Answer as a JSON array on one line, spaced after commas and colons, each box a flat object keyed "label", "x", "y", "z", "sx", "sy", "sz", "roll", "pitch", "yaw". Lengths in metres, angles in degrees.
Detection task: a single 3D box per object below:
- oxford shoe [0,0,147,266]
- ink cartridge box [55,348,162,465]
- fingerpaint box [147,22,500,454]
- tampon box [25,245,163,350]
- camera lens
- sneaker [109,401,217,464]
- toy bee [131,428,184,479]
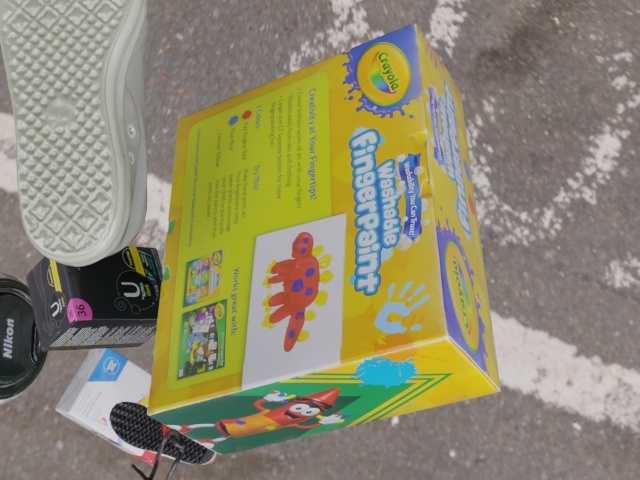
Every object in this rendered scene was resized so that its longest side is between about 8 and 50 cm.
[{"label": "oxford shoe", "x": -0.270, "y": -0.189, "z": 1.039, "sx": 0.169, "sy": 0.130, "sz": 0.450, "roll": -4, "pitch": 81, "yaw": 8}, {"label": "ink cartridge box", "x": -0.341, "y": 0.305, "z": 1.631, "sx": 0.231, "sy": 0.078, "sz": 0.134, "roll": 39, "pitch": 65, "yaw": -26}, {"label": "fingerpaint box", "x": 0.000, "y": 0.000, "z": 1.114, "sx": 0.371, "sy": 0.445, "sz": 0.163, "roll": -19, "pitch": 142, "yaw": 23}, {"label": "tampon box", "x": -0.308, "y": 0.079, "z": 1.267, "sx": 0.161, "sy": 0.120, "sz": 0.101, "roll": 4, "pitch": 148, "yaw": -46}, {"label": "camera lens", "x": -0.621, "y": 0.167, "z": 1.544, "sx": 0.274, "sy": 0.219, "sz": 0.219, "roll": -3, "pitch": 118, "yaw": 32}, {"label": "sneaker", "x": -0.217, "y": 0.275, "z": 1.259, "sx": 0.161, "sy": 0.075, "sz": 0.057, "roll": 18, "pitch": 71, "yaw": 10}, {"label": "toy bee", "x": -0.202, "y": 0.279, "z": 0.730, "sx": 0.162, "sy": 0.298, "sz": 0.195, "roll": 21, "pitch": 103, "yaw": -25}]
